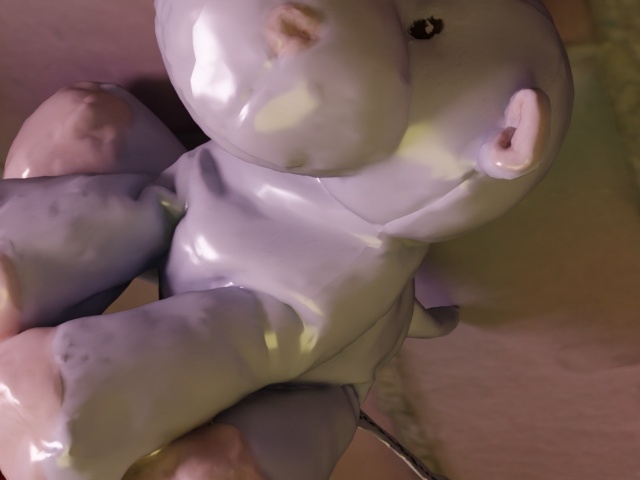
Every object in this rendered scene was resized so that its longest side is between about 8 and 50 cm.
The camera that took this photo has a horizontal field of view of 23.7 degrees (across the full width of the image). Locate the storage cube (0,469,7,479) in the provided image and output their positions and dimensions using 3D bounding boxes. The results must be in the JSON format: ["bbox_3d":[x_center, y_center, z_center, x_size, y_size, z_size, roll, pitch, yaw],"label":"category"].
[{"bbox_3d":[-0.301,0.186,0.834,0.193,0.215,0.183,-23,150,23],"label":"storage cube"}]

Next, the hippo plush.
[{"bbox_3d":[0.000,0.000,0.628,0.294,0.234,0.236,25,132,-20],"label":"hippo plush"}]
